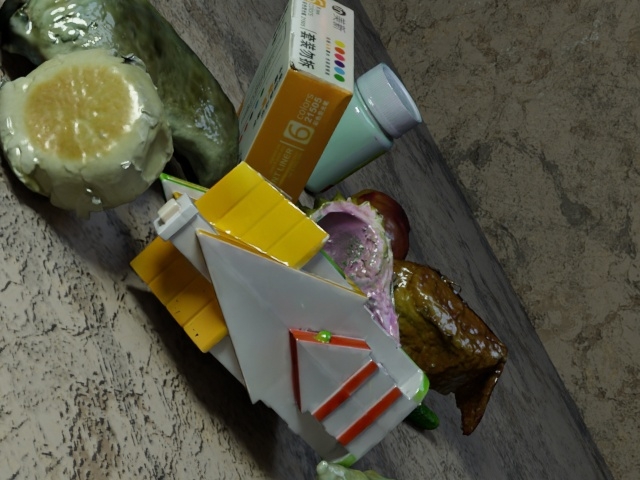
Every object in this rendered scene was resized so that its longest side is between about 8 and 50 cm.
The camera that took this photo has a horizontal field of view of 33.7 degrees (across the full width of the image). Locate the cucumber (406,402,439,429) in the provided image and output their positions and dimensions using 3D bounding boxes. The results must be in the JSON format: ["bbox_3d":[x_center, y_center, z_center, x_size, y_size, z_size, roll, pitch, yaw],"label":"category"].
[{"bbox_3d":[0.135,0.250,1.578,0.155,0.037,0.037,44,21,-49],"label":"cucumber"}]

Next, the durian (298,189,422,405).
[{"bbox_3d":[0.010,0.075,1.330,0.186,0.154,0.260,23,59,-38],"label":"durian"}]

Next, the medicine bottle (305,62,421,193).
[{"bbox_3d":[0.046,-0.190,1.797,0.139,0.225,0.139,49,19,-23],"label":"medicine bottle"}]

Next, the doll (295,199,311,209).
[{"bbox_3d":[0.000,0.000,1.549,0.209,0.097,0.137,43,27,-28],"label":"doll"}]

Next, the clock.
[{"bbox_3d":[-0.053,0.051,1.086,0.309,0.166,0.235,47,-1,-23],"label":"clock"}]

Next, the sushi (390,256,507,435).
[{"bbox_3d":[0.162,0.145,1.633,0.296,0.179,0.167,43,32,-17],"label":"sushi"}]

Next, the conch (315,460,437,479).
[{"bbox_3d":[0.100,0.355,1.052,0.386,0.169,0.203,49,46,-17],"label":"conch"}]

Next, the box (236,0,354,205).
[{"bbox_3d":[-0.048,-0.147,1.327,0.091,0.274,0.220,19,35,-13],"label":"box"}]

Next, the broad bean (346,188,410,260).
[{"bbox_3d":[0.093,-0.008,1.788,0.156,0.122,0.228,54,19,-7],"label":"broad bean"}]

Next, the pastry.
[{"bbox_3d":[-0.219,-0.104,0.993,0.088,0.166,0.166,87,-21,-66],"label":"pastry"}]

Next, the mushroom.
[{"bbox_3d":[-0.202,-0.179,1.185,0.344,0.130,0.247,43,10,-38],"label":"mushroom"}]
